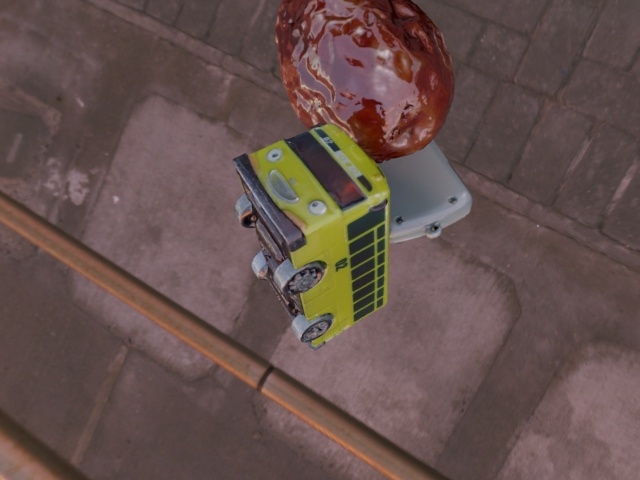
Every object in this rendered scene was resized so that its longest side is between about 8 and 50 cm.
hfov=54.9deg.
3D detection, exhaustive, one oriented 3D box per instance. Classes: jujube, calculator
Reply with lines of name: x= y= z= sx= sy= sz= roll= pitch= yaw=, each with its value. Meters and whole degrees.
jujube: x=0.044 y=-0.218 z=0.759 sx=0.197 sy=0.197 sz=0.290 roll=-44 pitch=52 yaw=15
calculator: x=0.113 y=-0.091 z=0.874 sx=0.141 sy=0.045 sz=0.246 roll=-21 pitch=49 yaw=-3

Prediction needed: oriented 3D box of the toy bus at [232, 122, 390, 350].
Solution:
toy bus: x=0.000 y=0.000 z=0.692 sx=0.150 sy=0.262 sz=0.128 roll=-29 pitch=60 yaw=-13
